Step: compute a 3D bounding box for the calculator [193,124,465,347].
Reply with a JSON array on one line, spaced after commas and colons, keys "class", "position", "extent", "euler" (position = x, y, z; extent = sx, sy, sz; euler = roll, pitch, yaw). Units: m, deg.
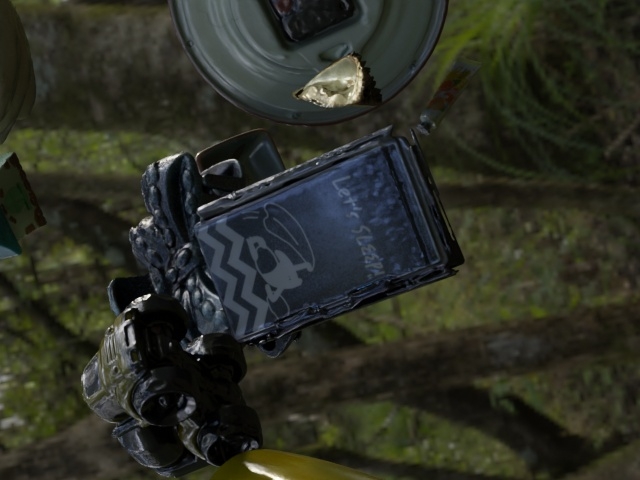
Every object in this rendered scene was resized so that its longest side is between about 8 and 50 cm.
[{"class": "calculator", "position": [0.000, 0.000, 1.371], "extent": [0.028, 0.274, 0.166], "euler": [-19, -92, -67]}]

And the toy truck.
[{"class": "toy truck", "position": [-0.176, 0.177, 1.463], "extent": [0.224, 0.165, 0.147], "euler": [42, -157, -44]}]

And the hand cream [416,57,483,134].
[{"class": "hand cream", "position": [0.138, -0.159, 1.439], "extent": [0.102, 0.035, 0.022], "euler": [-55, -44, -14]}]

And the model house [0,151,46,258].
[{"class": "model house", "position": [-0.473, -0.036, 1.838], "extent": [0.127, 0.100, 0.149], "euler": [69, -154, -21]}]

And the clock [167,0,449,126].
[{"class": "clock", "position": [-0.013, -0.279, 1.476], "extent": [0.080, 0.318, 0.319], "euler": [-90, -14, -68]}]

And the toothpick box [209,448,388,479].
[{"class": "toothpick box", "position": [-0.004, 0.305, 1.319], "extent": [0.175, 0.271, 0.175], "euler": [-8, -78, -39]}]

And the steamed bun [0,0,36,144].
[{"class": "steamed bun", "position": [-0.584, -0.251, 2.131], "extent": [0.247, 0.352, 0.339], "euler": [32, -134, -25]}]

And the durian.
[{"class": "durian", "position": [0.021, -0.141, 1.258], "extent": [0.052, 0.066, 0.130], "euler": [48, 168, -26]}]

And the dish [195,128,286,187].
[{"class": "dish", "position": [-0.112, -0.048, 2.105], "extent": [0.154, 0.064, 0.234], "euler": [-25, -88, -37]}]

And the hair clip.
[{"class": "hair clip", "position": [-0.161, 0.041, 1.789], "extent": [0.194, 0.206, 0.310], "euler": [6, -133, -42]}]
